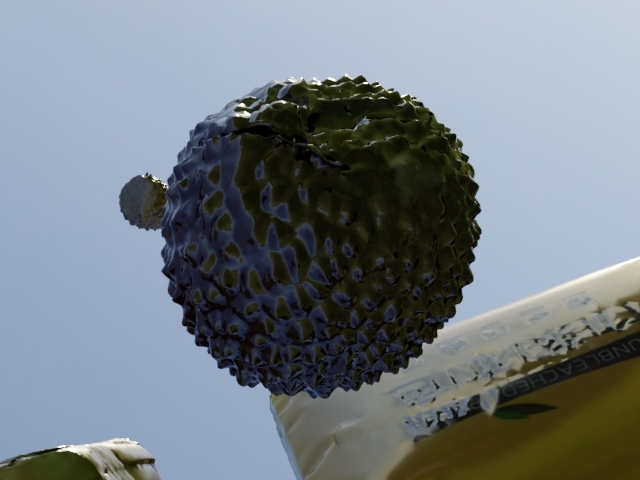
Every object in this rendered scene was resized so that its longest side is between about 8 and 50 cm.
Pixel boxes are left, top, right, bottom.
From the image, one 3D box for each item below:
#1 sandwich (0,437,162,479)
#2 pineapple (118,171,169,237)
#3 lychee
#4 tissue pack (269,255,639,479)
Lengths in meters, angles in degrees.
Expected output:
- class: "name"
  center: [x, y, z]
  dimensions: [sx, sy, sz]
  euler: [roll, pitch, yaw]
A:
- class: "sandwich"
  center: [-0.204, 0.182, 0.951]
  dimensions: [0.251, 0.226, 0.087]
  euler: [63, -176, -84]
- class: "pineapple"
  center: [-0.153, -0.026, 1.706]
  dimensions: [0.124, 0.058, 0.058]
  euler: [31, -140, -57]
- class: "lychee"
  center: [0.000, 0.000, 0.938]
  dimensions: [0.188, 0.188, 0.188]
  euler: [42, -147, -36]
- class: "tissue pack"
  center: [0.183, 0.184, 1.252]
  dimensions: [0.293, 0.382, 0.228]
  euler: [-119, 12, -65]
